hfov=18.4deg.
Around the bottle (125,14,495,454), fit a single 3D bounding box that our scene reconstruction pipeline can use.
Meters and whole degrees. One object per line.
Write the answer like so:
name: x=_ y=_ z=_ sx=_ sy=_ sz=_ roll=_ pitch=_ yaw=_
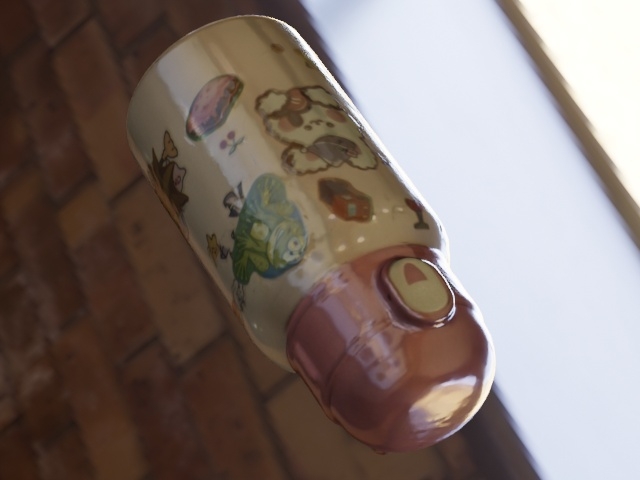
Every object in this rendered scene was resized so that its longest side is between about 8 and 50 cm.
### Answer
bottle: x=0.000 y=0.000 z=1.028 sx=0.120 sy=0.120 sz=0.253 roll=27 pitch=21 yaw=-51
